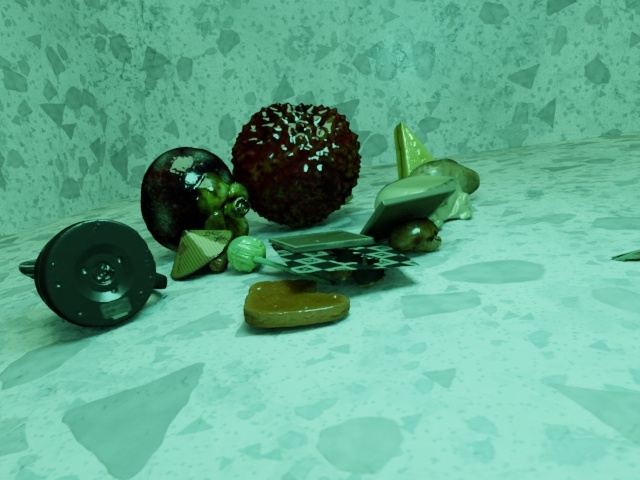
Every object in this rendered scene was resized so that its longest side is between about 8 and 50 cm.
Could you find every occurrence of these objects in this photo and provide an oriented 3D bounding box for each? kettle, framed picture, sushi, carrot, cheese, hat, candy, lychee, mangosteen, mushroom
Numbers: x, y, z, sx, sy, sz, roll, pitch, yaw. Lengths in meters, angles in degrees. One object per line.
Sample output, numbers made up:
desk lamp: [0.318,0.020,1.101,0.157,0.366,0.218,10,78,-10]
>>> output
kettle: [-0.479,0.061,1.004,0.271,0.208,0.250,-6,18,47]
framed picture: [0.188,-0.049,1.127,0.184,0.016,0.250,-13,-19,-16]
sushi: [0.040,0.050,1.002,0.263,0.050,0.290,-3,11,-12]
carrot: [-0.260,0.037,1.244,0.060,0.060,0.186,-10,13,-5]
cheese: [0.291,-0.107,1.350,0.233,0.127,0.266,8,23,41]
framed picture: [0.000,0.000,1.098,0.203,0.015,0.150,-7,12,-29]
hat: [-0.321,0.006,1.210,0.193,0.082,0.193,-27,22,12]
candy: [-0.093,0.056,1.075,0.335,0.093,0.092,15,69,41]
lychee: [-0.090,-0.246,1.570,0.424,0.425,0.499,-19,-2,-38]
mangosteen: [-0.369,-0.113,1.405,0.329,0.330,0.330,-8,14,2]
mushroom: [0.214,-0.004,1.103,0.127,0.087,0.127,-21,-8,-3]

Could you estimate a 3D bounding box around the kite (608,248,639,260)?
kite: [0.620,0.034,0.807,0.229,0.012,0.250,-3,15,35]

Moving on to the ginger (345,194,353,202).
ginger: [0.045,-0.163,1.901,0.173,0.051,0.069,5,24,30]

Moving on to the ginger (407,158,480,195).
ginger: [0.406,-0.199,1.639,0.244,0.155,0.304,-14,5,8]

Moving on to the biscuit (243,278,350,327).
biscuit: [-0.043,0.110,0.859,0.186,0.036,0.192,-6,13,-1]

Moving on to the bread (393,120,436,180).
bread: [0.391,-0.334,1.878,0.163,0.264,0.167,-6,1,-3]
